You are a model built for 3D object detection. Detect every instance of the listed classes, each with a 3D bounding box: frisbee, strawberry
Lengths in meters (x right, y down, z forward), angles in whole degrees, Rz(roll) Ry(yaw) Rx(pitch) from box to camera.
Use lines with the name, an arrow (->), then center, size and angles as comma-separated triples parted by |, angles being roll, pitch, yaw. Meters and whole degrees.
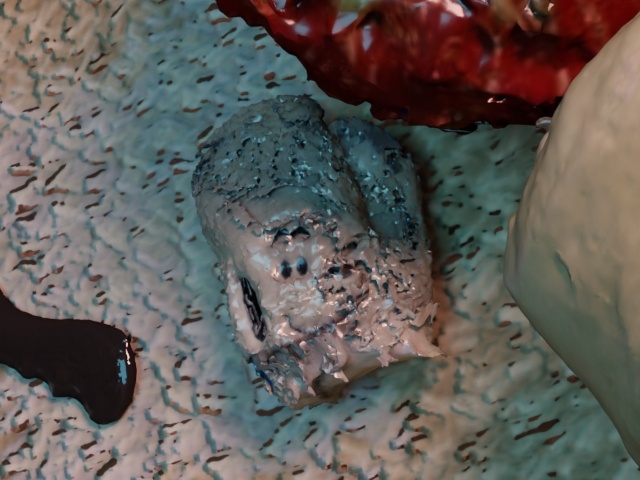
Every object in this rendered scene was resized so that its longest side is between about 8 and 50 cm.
frisbee -> -0.202, 0.062, 0.998 | 0.211, 0.012, 0.187 | 45, 109, 25
strawberry -> 0.049, -0.186, 0.764 | 0.274, 0.220, 0.274 | -1, 95, -7

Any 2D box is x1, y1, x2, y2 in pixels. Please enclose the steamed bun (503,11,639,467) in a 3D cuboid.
steamed bun -> 0.225, -0.005, 0.593 | 0.320, 0.275, 0.206 | -39, 25, 34

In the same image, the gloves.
gloves -> -0.003, 0.000, 0.850 | 0.114, 0.070, 0.153 | -28, 71, 26
